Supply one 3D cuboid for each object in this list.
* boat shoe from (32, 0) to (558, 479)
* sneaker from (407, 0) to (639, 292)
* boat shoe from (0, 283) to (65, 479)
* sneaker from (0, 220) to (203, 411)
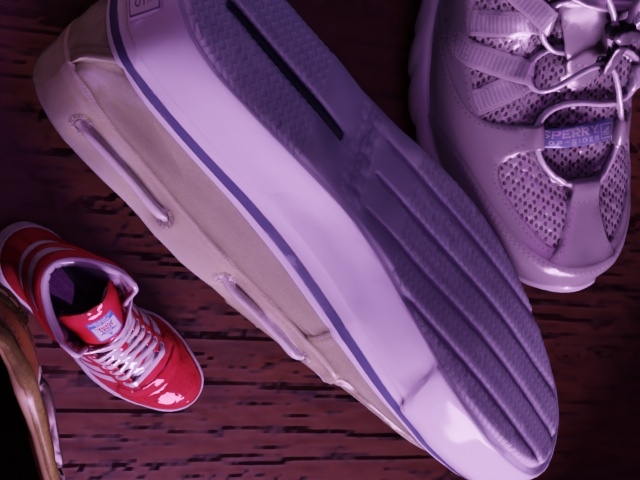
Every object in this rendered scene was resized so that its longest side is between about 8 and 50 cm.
[{"bbox_3d":[0.000,0.000,0.667,0.302,0.094,0.109,51,38,-25],"label":"boat shoe"},{"bbox_3d":[0.105,-0.106,0.684,0.105,0.115,0.281,-16,108,-25],"label":"sneaker"},{"bbox_3d":[-0.151,0.163,0.605,0.110,0.104,0.307,-12,107,-29],"label":"boat shoe"},{"bbox_3d":[-0.085,0.040,0.638,0.118,0.067,0.042,43,79,-28],"label":"sneaker"}]
